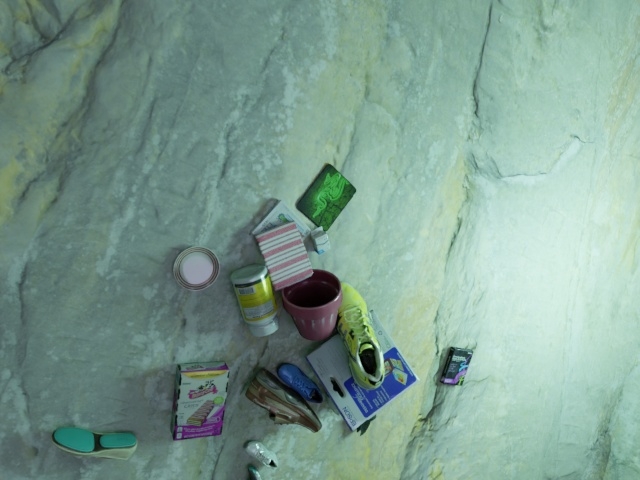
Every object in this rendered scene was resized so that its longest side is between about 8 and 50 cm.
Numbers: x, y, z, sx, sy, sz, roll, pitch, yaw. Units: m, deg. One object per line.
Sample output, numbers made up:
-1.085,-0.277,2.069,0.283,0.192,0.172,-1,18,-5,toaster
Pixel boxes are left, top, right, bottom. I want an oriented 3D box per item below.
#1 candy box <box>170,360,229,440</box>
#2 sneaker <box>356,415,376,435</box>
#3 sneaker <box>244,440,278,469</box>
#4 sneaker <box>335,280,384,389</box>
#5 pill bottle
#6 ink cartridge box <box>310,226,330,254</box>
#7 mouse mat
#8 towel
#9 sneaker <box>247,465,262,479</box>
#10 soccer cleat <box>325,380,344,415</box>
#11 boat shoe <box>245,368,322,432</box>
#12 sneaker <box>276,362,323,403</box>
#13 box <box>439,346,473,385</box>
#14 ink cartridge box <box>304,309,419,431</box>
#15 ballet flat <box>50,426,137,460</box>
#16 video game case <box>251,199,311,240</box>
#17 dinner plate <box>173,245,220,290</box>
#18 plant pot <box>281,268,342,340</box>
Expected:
-0.387,0.512,1.577,0.159,0.071,0.234,3,100,-27,candy box
0.168,0.666,1.904,0.089,0.051,0.170,-21,114,-26,sneaker
-0.204,0.759,1.736,0.152,0.061,0.054,41,85,-27,sneaker
0.138,0.314,1.681,0.145,0.147,0.385,-19,78,-14,sneaker
-0.204,0.192,1.564,0.119,0.119,0.209,-21,111,-21,pill bottle
0.000,0.000,1.660,0.048,0.028,0.083,-28,126,-19,ink cartridge box
0.023,-0.143,1.660,0.152,0.007,0.190,40,83,-28,mouse mat
-0.117,0.048,1.588,0.144,0.029,0.197,-22,97,-21,towel
-0.240,0.880,1.748,0.076,0.065,0.167,-19,109,-17,sneaker
0.171,0.541,1.852,0.331,0.116,0.143,-21,121,-15,soccer cleat
-0.129,0.576,1.704,0.324,0.123,0.116,44,85,-19,boat shoe
-0.065,0.505,1.730,0.069,0.082,0.209,-50,117,-13,sneaker
0.581,0.536,2.093,0.116,0.029,0.162,13,95,-29,box
0.146,0.457,1.754,0.307,0.072,0.304,-31,82,-14,ink cartridge box
-0.675,0.614,1.459,0.248,0.086,0.086,21,93,-30,ballet flat
-0.126,-0.030,1.605,0.143,0.019,0.157,-49,118,-8,video game case
-0.380,0.085,1.507,0.141,0.017,0.141,-7,105,-26,dinner plate
-0.021,0.224,1.632,0.201,0.201,0.180,-22,127,-20,plant pot
